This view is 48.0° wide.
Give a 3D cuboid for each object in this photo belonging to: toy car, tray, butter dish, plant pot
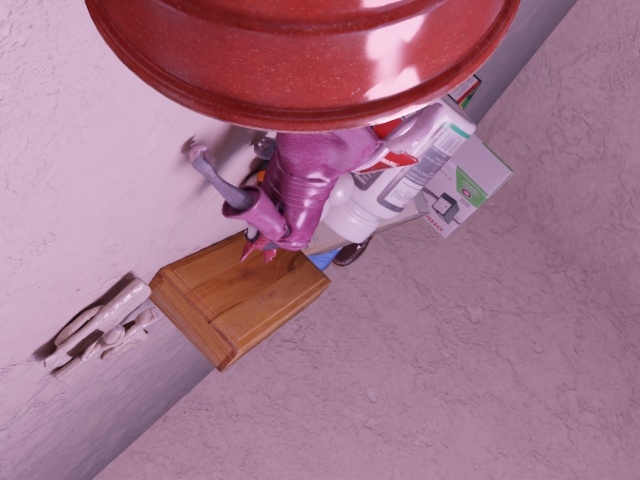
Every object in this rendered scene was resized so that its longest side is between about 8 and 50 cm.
[{"bbox_3d":[-0.039,-0.116,1.242,0.182,0.159,0.136,-37,132,-47],"label":"toy car"},{"bbox_3d":[-0.144,0.090,1.435,0.076,0.203,0.411,-49,172,26],"label":"tray"},{"bbox_3d":[0.064,-0.181,1.149,0.160,0.160,0.118,-2,-108,58],"label":"butter dish"},{"bbox_3d":[-0.008,-0.232,0.319,0.272,0.272,0.265,-43,165,-16],"label":"plant pot"}]

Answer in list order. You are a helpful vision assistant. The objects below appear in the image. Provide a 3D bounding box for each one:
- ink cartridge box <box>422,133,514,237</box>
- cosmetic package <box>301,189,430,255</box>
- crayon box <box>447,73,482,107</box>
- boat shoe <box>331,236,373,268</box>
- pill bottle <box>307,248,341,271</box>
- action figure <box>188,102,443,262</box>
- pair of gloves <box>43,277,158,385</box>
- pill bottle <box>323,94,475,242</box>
[{"bbox_3d":[0.343,-0.157,1.906,0.121,0.211,0.289,-43,173,-24],"label":"ink cartridge box"},{"bbox_3d":[0.099,-0.064,1.788,0.309,0.113,0.160,-20,174,20],"label":"cosmetic package"},{"bbox_3d":[0.240,-0.276,1.930,0.363,0.106,0.313,-44,172,-13],"label":"crayon box"},{"bbox_3d":[0.155,-0.045,2.720,0.342,0.123,0.123,-47,165,-13],"label":"boat shoe"},{"bbox_3d":[0.000,0.000,2.039,0.221,0.124,0.124,-50,171,35],"label":"pill bottle"},{"bbox_3d":[-0.010,-0.100,0.984,0.248,0.276,0.370,-45,162,-54],"label":"action figure"},{"bbox_3d":[-0.358,0.165,1.202,0.204,0.042,0.240,-36,167,-20],"label":"pair of gloves"},{"bbox_3d":[0.145,-0.179,1.571,0.361,0.204,0.204,-48,172,19],"label":"pill bottle"}]
